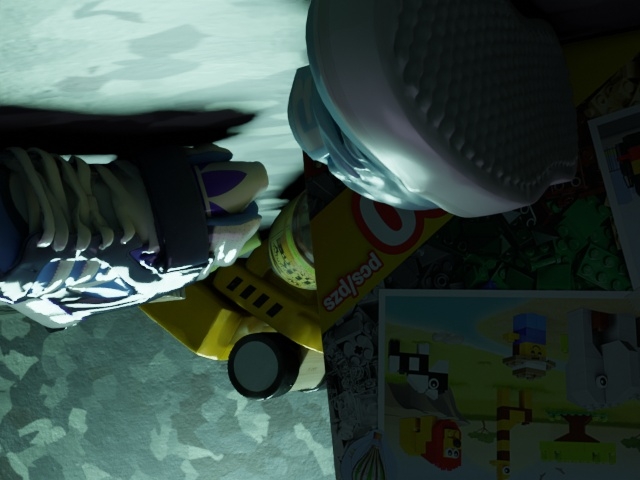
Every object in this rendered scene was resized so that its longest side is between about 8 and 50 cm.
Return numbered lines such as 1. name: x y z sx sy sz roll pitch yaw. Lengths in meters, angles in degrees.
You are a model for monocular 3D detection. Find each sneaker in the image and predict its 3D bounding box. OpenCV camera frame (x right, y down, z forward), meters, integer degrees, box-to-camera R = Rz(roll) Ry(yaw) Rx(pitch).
1. sneaker: -0.165 -0.034 1.109 0.236 0.130 0.323 -23 161 7
2. sneaker: 0.041 -0.067 0.764 0.150 0.135 0.366 -11 173 19

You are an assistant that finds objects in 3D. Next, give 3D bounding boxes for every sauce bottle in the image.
1. sauce bottle: 0.000 0.000 1.589 0.111 0.111 0.344 -5 174 -9

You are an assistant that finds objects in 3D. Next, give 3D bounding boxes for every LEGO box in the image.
1. LEGO box: 0.261 0.049 0.975 0.500 0.373 0.193 -9 174 25

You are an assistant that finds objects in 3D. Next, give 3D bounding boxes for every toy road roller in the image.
1. toy road roller: -0.081 0.067 2.053 0.329 0.241 0.202 33 -167 24

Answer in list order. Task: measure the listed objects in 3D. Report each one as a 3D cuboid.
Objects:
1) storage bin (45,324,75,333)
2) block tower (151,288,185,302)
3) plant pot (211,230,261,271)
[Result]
1. storage bin: -0.239 0.014 1.422 0.091 0.135 0.098 -16 180 -28
2. block tower: -0.264 0.028 1.705 0.097 0.091 0.335 -8 174 12
3. plant pot: -0.112 -0.006 1.628 0.079 0.083 0.083 -18 175 1
